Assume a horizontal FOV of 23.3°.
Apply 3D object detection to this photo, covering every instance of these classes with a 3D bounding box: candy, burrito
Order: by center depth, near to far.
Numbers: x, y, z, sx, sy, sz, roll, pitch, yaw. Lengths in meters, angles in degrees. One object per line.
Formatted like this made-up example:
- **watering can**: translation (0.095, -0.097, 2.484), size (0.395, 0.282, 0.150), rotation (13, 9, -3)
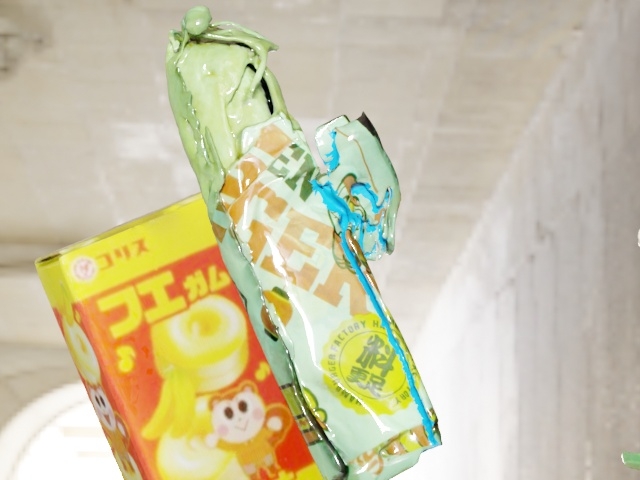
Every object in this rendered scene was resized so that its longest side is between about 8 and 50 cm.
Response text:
- **burrito**: translation (0.000, 0.000, 0.833), size (0.054, 0.104, 0.288), rotation (83, 163, -78)
- **candy**: translation (-0.109, 0.114, 1.247), size (0.088, 0.146, 0.276), rotation (-13, 101, 64)

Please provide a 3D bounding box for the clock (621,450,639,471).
- **clock**: translation (0.313, 0.123, 1.027), size (0.103, 0.231, 0.144), rotation (43, -139, -60)

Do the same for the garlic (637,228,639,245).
- **garlic**: translation (0.240, -0.001, 0.620), size (0.199, 0.226, 0.199), rotation (-2, -90, -74)
